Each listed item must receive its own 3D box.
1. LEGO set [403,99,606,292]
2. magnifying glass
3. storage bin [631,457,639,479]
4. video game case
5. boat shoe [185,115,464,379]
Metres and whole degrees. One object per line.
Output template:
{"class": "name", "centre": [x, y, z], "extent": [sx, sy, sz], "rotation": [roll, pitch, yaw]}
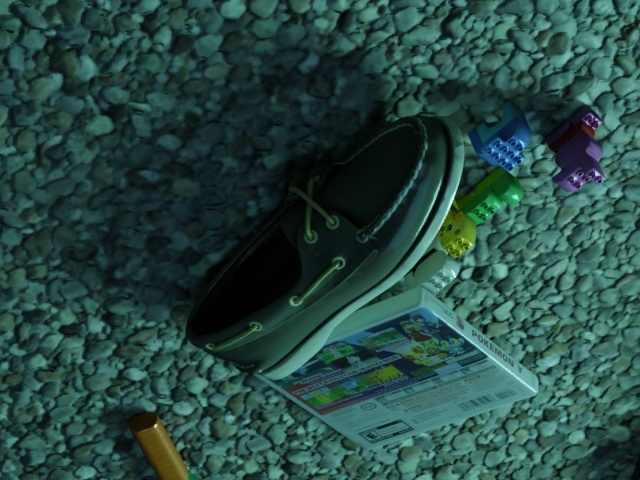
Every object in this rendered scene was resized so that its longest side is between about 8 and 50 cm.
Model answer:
{"class": "LEGO set", "centre": [0.137, -0.028, 1.528], "extent": [0.227, 0.093, 0.087], "rotation": [-40, 129, 21]}
{"class": "magnifying glass", "centre": [-0.132, 0.244, 1.751], "extent": [0.092, 0.026, 0.231], "rotation": [-20, 135, 3]}
{"class": "storage bin", "centre": [0.389, 0.291, 1.893], "extent": [0.122, 0.084, 0.180], "rotation": [-2, 131, -13]}
{"class": "video game case", "centre": [0.065, 0.121, 1.650], "extent": [0.201, 0.023, 0.183], "rotation": [-22, 137, 33]}
{"class": "boat shoe", "centre": [0.001, 0.003, 1.510], "extent": [0.091, 0.109, 0.305], "rotation": [18, 128, -34]}
